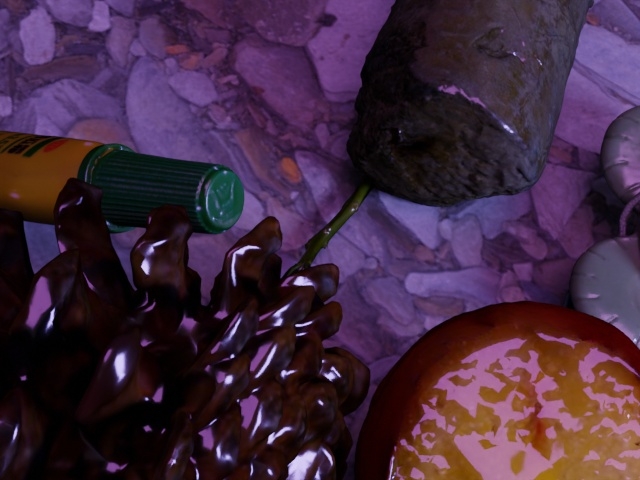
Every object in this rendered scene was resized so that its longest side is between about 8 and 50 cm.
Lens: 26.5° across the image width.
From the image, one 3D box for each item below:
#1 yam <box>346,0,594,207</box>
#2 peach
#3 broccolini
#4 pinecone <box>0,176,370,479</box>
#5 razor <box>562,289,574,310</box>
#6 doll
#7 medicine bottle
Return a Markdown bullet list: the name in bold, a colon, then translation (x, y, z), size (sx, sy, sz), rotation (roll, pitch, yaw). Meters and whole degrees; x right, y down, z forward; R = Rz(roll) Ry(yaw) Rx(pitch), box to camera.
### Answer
- **yam**: translation (0.149, -0.175, 1.304), size (0.195, 0.195, 0.300), rotation (23, 58, 0)
- **peach**: translation (0.153, 0.216, 1.033), size (0.281, 0.281, 0.338), rotation (12, 43, -6)
- **broccolini**: translation (-0.001, 0.001, 1.267), size (0.044, 0.042, 0.218), rotation (29, 53, 5)
- **pinecone**: translation (-0.158, 0.141, 0.955), size (0.398, 0.397, 0.397), rotation (6, 60, -10)
- **razor**: translation (0.236, 0.081, 1.277), size (0.028, 0.044, 0.154), rotation (8, 58, 26)
- **doll**: translation (0.378, -0.003, 1.249), size (0.269, 0.216, 0.284), rotation (15, 61, 3)
- **medicine bottle**: translation (-0.192, -0.045, 1.124), size (0.309, 0.076, 0.111), rotation (9, 18, 36)
